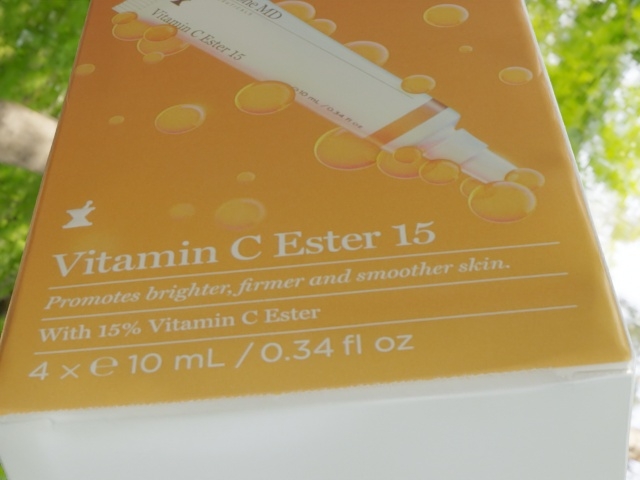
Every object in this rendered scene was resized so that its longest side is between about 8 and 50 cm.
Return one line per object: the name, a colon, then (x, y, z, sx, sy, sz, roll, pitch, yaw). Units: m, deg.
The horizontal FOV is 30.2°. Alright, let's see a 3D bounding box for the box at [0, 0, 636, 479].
box: (0.000, 0.000, 0.553, 0.345, 0.214, 0.168, -93, 176, -50)
